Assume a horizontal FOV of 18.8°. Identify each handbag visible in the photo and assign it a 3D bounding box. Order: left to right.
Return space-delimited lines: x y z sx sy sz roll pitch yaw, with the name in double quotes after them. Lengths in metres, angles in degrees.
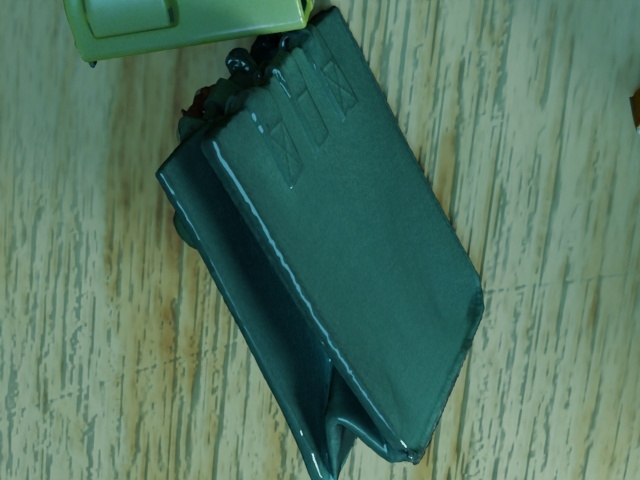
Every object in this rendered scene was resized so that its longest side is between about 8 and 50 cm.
-0.003 0.003 1.329 0.100 0.269 0.274 -22 110 25 "handbag"

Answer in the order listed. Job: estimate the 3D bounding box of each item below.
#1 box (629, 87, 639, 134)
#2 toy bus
0.381 -0.094 1.326 0.221 0.091 0.274 44 111 -12 "box"
-0.095 -0.182 1.342 0.175 0.101 0.088 -8 116 9 "toy bus"
